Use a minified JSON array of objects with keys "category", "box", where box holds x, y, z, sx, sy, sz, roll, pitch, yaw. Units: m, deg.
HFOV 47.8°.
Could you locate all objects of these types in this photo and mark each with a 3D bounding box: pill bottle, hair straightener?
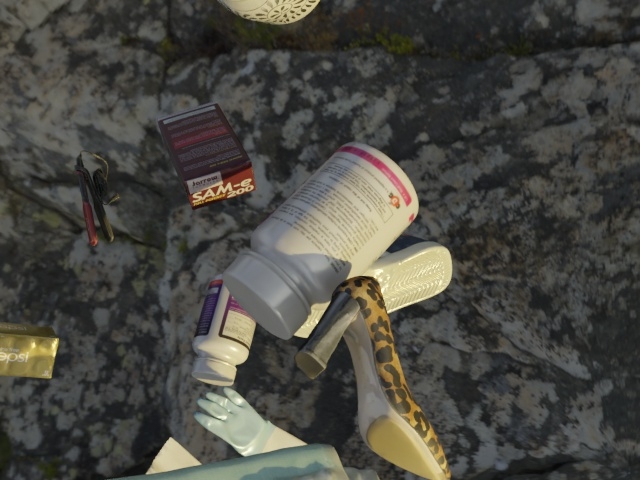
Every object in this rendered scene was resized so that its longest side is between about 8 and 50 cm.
[{"category":"pill bottle","box":[-0.180,0.170,1.367,0.108,0.108,0.194,1,61,23]},{"category":"hair straightener","box":[-0.526,-0.106,1.712,0.047,0.089,0.231,-25,79,53]},{"category":"pill bottle","box":[0.000,0.000,1.067,0.160,0.160,0.283,33,66,28]}]

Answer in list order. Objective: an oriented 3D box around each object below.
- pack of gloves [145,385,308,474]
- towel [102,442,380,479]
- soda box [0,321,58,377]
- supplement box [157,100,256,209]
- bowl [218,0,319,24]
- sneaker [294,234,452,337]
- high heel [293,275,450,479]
[{"category":"pack of gloves","box":[-0.127,0.354,1.122,0.232,0.046,0.195,38,65,-11]},{"category":"towel","box":[-0.098,0.286,0.367,0.374,0.090,0.321,-5,52,-21]},{"category":"soda box","box":[-0.462,0.146,0.994,0.058,0.181,0.061,21,99,58]},{"category":"supplement box","box":[-0.222,-0.169,1.391,0.130,0.073,0.239,-19,42,-11]},{"category":"bowl","box":[-0.081,-0.316,0.811,0.170,0.170,0.080,12,36,26]},{"category":"sneaker","box":[0.053,0.071,1.279,0.148,0.349,0.131,-148,50,-61]},{"category":"high heel","box":[0.101,0.169,0.930,0.261,0.186,0.093,46,134,-7]}]
